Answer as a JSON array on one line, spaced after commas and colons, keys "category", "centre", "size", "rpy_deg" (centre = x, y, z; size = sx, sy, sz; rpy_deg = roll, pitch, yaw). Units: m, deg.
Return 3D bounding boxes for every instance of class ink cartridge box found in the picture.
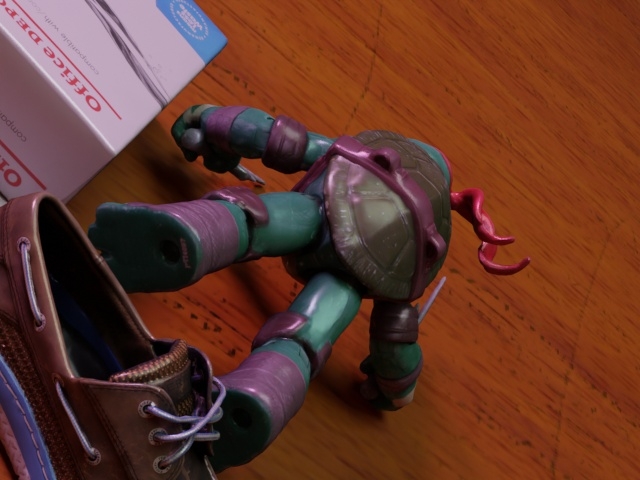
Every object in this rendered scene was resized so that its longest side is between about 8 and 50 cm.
[{"category": "ink cartridge box", "centre": [-0.119, -0.077, 0.614], "size": [0.104, 0.060, 0.180], "rpy_deg": [47, 29, -10]}]

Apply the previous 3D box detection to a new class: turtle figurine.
[{"category": "turtle figurine", "centre": [0.000, 0.000, 0.655], "size": [0.175, 0.118, 0.234], "rpy_deg": [53, 34, 2]}]

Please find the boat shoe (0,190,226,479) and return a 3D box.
[{"category": "boat shoe", "centre": [-0.072, 0.065, 0.516], "size": [0.183, 0.066, 0.066], "rpy_deg": [53, 29, 1]}]
